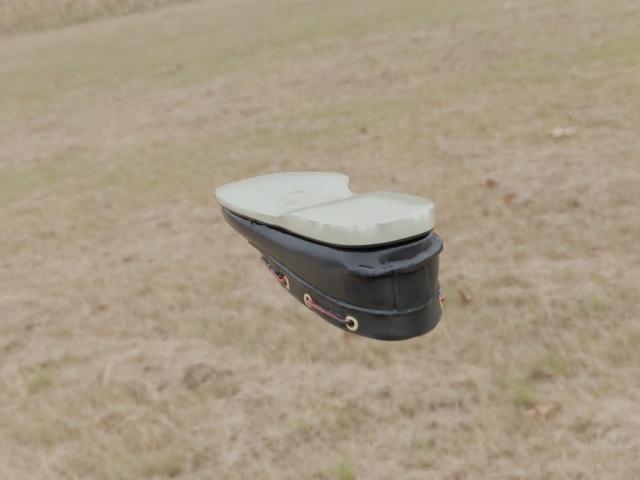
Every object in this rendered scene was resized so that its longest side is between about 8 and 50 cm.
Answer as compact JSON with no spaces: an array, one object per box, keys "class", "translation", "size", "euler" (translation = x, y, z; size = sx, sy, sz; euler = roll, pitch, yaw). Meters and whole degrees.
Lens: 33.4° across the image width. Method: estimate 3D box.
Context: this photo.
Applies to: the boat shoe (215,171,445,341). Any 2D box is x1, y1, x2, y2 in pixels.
[{"class":"boat shoe","translation":[-0.002,0.000,0.364],"size":[0.049,0.042,0.133],"euler":[-15,17,-21]}]
